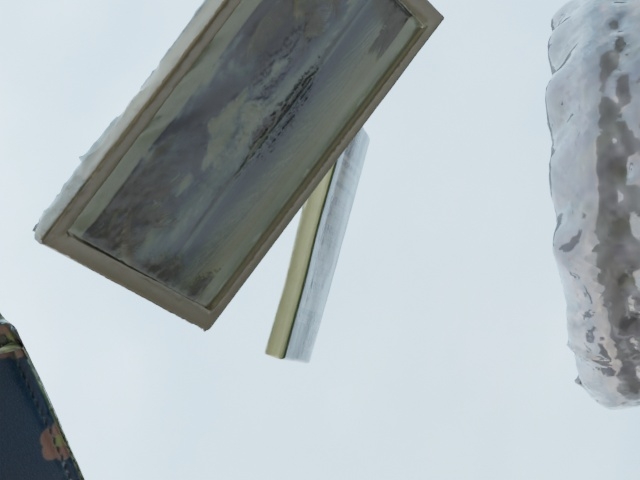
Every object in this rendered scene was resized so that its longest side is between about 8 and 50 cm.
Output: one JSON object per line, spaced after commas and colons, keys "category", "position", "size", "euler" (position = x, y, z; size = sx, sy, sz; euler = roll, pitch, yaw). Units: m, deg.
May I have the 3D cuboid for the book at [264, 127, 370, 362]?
{"category": "book", "position": [0.000, 0.000, 1.852], "size": [0.202, 0.027, 0.264], "euler": [32, -107, -80]}

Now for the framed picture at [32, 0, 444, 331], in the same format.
{"category": "framed picture", "position": [-0.053, -0.090, 1.281], "size": [0.315, 0.024, 0.232], "euler": [-52, -33, 3]}

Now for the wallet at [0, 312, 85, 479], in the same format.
{"category": "wallet", "position": [-0.203, 0.119, 0.730], "size": [0.202, 0.059, 0.141], "euler": [-30, -58, -21]}

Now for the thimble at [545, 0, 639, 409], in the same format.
{"category": "thimble", "position": [0.212, -0.027, 0.972], "size": [0.217, 0.157, 0.245], "euler": [-54, -42, -64]}
